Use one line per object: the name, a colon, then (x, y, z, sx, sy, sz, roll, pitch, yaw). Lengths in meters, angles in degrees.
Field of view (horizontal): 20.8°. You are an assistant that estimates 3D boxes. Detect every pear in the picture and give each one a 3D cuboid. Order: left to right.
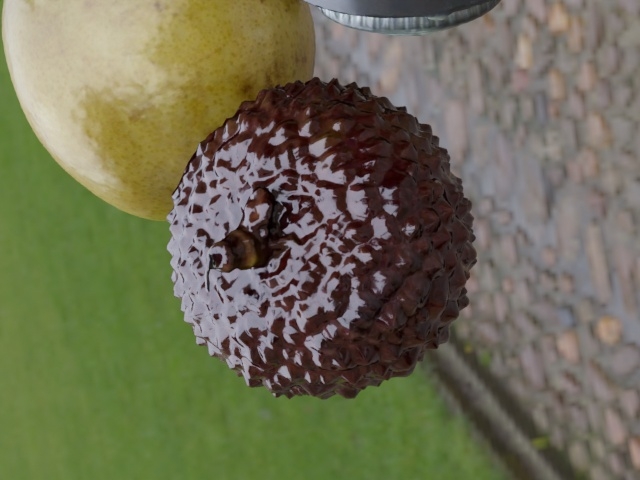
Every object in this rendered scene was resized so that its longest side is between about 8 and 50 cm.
pear: (-0.152, -0.185, 1.689, 0.314, 0.314, 0.314, 171, 90, -71)

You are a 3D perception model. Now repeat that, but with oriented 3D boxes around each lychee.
lychee: (0.000, 0.000, 1.417, 0.264, 0.300, 0.264, 3, 97, 28)

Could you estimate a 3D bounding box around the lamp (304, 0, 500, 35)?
lamp: (0.068, -0.293, 1.274, 0.205, 0.374, 0.272, 47, 169, 50)
